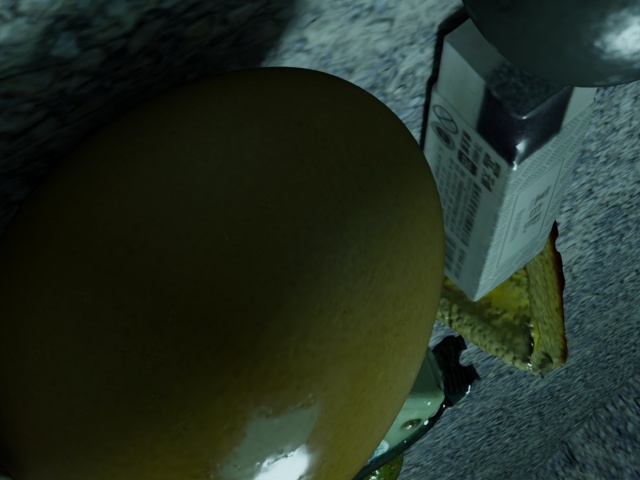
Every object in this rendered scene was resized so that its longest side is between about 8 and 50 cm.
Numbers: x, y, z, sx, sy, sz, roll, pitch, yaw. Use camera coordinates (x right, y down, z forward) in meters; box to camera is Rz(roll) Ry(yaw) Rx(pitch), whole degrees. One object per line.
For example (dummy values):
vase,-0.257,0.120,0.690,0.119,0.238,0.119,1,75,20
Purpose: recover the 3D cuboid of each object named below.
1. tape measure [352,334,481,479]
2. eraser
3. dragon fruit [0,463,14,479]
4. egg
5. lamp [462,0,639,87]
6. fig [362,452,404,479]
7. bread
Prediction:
tape measure,-0.011,0.160,1.669,0.235,0.115,0.207,4,137,-29
eraser,0.147,-0.073,1.588,0.096,0.098,0.404,-38,164,-14
dragon fruit,-0.287,0.150,1.066,0.218,0.273,0.198,-17,107,-45
egg,-0.059,0.035,1.131,0.322,0.250,0.250,-53,170,-26
lamp,0.219,-0.224,1.234,0.314,0.182,0.182,-39,165,-25
fig,0.036,0.217,2.072,0.123,0.123,0.156,-48,174,24
bread,0.199,0.032,1.926,0.160,0.169,0.140,-61,157,14
